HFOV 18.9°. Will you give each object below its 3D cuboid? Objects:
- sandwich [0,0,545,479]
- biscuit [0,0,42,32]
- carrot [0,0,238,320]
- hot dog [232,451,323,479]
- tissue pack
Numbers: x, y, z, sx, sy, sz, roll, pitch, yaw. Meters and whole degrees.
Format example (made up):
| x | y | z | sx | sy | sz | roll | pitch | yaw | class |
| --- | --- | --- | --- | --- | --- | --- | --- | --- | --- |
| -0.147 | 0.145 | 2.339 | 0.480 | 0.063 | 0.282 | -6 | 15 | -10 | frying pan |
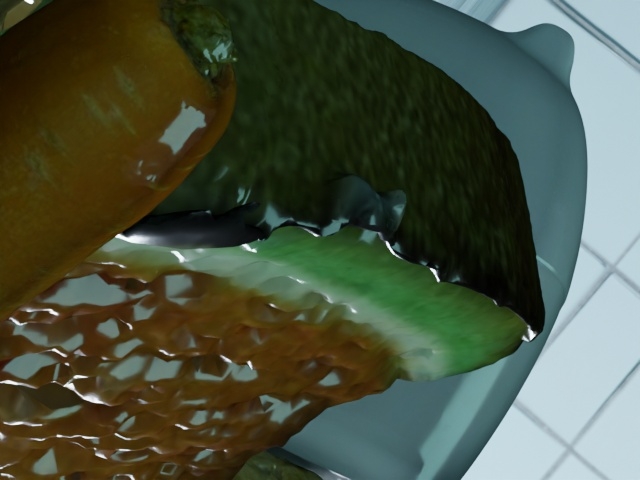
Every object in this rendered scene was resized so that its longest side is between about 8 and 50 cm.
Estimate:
| x | y | z | sx | sy | sz | roll | pitch | yaw | class |
| --- | --- | --- | --- | --- | --- | --- | --- | --- | --- |
| -0.089 | 0.005 | 0.623 | 0.301 | 0.162 | 0.250 | -32 | 150 | 30 | sandwich |
| -0.055 | -0.108 | 0.307 | 0.259 | 0.079 | 0.259 | -49 | 177 | -3 | biscuit |
| -0.112 | 0.032 | 0.380 | 0.248 | 0.043 | 0.043 | -39 | 180 | 16 | carrot |
| -0.090 | 0.096 | 0.779 | 0.084 | 0.242 | 0.073 | -39 | -152 | 29 | hot dog |
| 0.000 | 0.000 | 0.959 | 0.333 | 0.229 | 0.236 | 125 | -11 | -78 | tissue pack |
